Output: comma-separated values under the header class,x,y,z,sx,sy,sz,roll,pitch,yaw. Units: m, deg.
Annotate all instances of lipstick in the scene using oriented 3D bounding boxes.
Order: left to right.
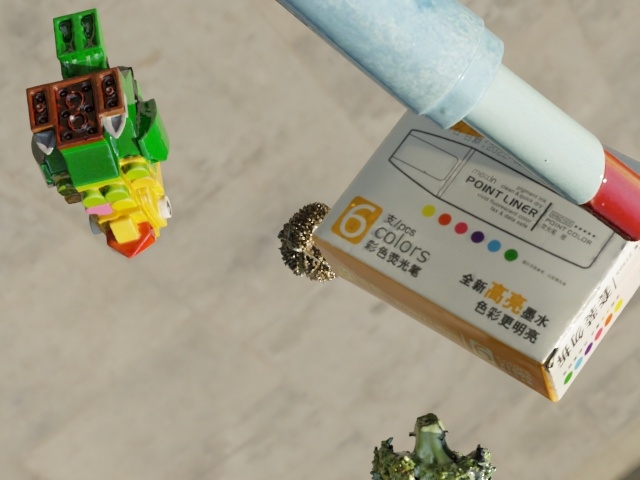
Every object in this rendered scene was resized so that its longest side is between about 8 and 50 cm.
class,x,y,z,sx,sy,sz,roll,pitch,yaw
lipstick,0.086,-0.090,0.959,0.061,0.274,0.068,-39,-159,45

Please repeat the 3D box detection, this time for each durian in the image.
class,x,y,z,sx,sy,sz,roll,pitch,yaw
durian,0.000,0.000,1.724,0.091,0.080,0.080,-49,151,10

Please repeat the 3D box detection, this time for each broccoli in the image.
class,x,y,z,sx,sy,sz,roll,pitch,yaw
broccoli,0.101,0.203,1.511,0.095,0.092,0.097,-5,180,-20

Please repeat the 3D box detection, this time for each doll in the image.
class,x,y,z,sx,sy,sz,roll,pitch,yaw
doll,-0.177,-0.076,1.380,0.106,0.134,0.186,-14,129,5

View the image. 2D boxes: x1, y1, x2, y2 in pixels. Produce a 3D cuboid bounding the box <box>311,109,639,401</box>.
class,x,y,z,sx,sy,sz,roll,pitch,yaw
box,0.159,-0.010,1.530,0.220,0.274,0.091,-54,150,-15
